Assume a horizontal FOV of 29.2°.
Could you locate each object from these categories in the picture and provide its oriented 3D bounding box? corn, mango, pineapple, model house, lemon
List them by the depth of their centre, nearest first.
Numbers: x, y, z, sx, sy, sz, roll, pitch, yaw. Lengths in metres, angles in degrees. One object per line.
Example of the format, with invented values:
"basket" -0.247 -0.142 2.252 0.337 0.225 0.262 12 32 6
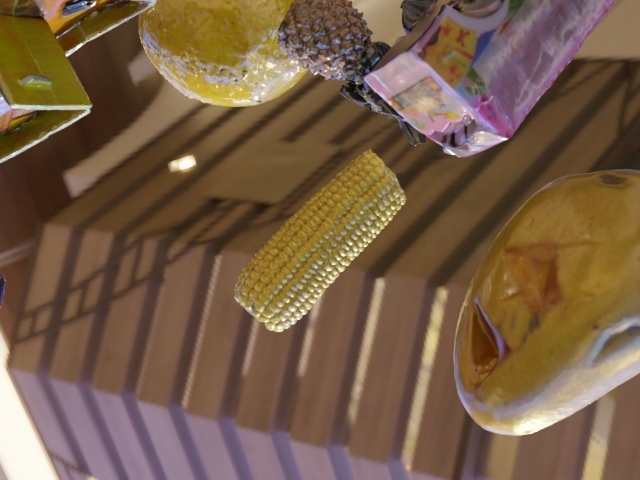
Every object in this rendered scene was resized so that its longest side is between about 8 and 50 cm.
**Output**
"pineapple" 0.038 -0.146 1.040 0.074 0.159 0.074 -47 177 -3
"model house" -0.279 -0.230 1.061 0.324 0.300 0.340 -25 169 -29
"corn" 0.000 0.000 1.454 0.244 0.093 0.093 -48 -147 0
"mango" 0.299 0.078 1.467 0.365 0.182 0.253 -56 -136 14
"lemon" -0.127 -0.322 1.816 0.310 0.253 0.253 25 -135 23

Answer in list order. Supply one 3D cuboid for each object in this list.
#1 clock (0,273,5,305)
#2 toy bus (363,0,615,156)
"clock" -0.296 0.119 0.853 0.083 0.230 0.230 20 -156 -16
"toy bus" 0.152 -0.189 0.906 0.274 0.112 0.090 -50 -169 -20
